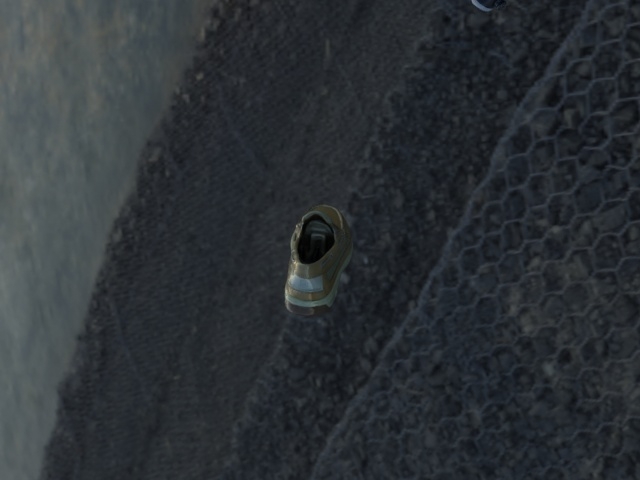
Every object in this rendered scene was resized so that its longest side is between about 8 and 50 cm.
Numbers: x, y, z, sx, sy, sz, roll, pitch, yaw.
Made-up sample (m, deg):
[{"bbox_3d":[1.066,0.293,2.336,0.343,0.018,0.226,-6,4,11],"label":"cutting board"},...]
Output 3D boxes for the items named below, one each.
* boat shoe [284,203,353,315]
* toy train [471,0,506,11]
[{"bbox_3d":[0.000,0.000,1.009,0.190,0.068,0.072,-85,-5,-61],"label":"boat shoe"},{"bbox_3d":[0.235,-0.377,1.251,0.105,0.080,0.184,55,138,12],"label":"toy train"}]
